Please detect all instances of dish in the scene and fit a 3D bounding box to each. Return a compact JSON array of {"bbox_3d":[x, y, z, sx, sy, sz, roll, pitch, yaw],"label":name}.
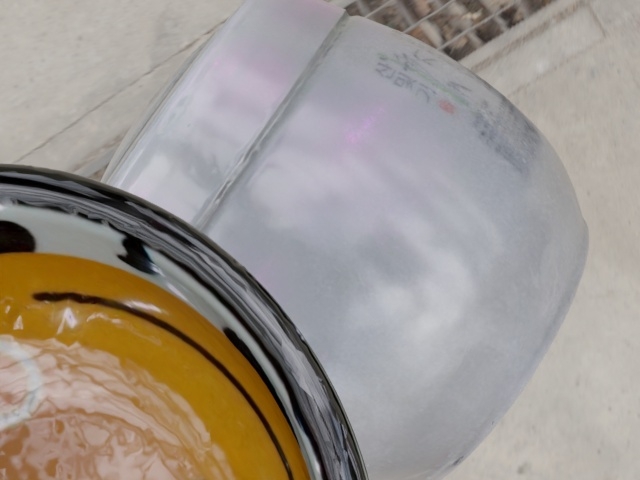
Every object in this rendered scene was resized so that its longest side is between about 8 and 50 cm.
[{"bbox_3d":[-0.106,0.121,0.464,0.303,0.120,0.303,-2,82,13],"label":"dish"}]

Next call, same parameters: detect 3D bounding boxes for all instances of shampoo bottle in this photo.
[{"bbox_3d":[0.000,0.000,0.810,0.266,0.273,0.273,33,107,-4],"label":"shampoo bottle"}]
